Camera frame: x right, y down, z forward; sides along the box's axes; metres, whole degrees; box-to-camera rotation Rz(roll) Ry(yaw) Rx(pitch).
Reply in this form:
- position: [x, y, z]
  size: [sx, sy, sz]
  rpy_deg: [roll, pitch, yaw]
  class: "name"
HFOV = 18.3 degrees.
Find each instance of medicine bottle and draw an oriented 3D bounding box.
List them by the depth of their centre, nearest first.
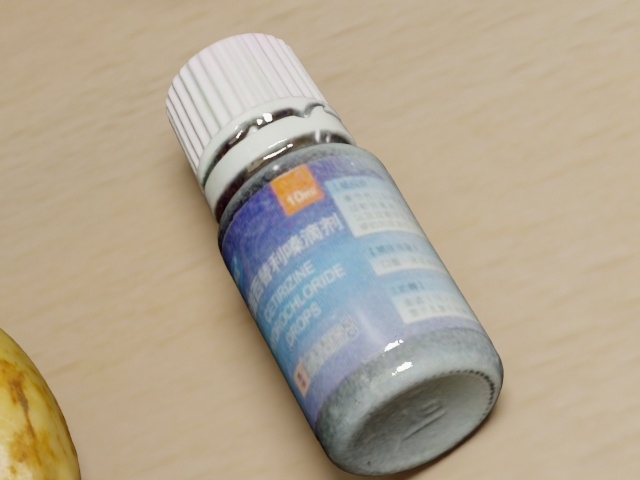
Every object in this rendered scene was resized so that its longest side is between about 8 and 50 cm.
- position: [0.000, 0.000, 0.854]
  size: [0.083, 0.083, 0.203]
  rpy_deg: [-36, 55, 10]
  class: "medicine bottle"

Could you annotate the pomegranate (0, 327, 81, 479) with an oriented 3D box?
- position: [-0.213, 0.116, 0.843]
  size: [0.215, 0.215, 0.215]
  rpy_deg: [-11, 64, 24]
  class: "pomegranate"
